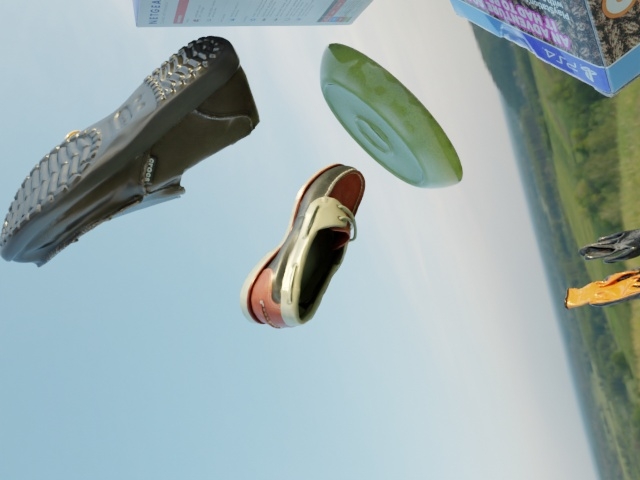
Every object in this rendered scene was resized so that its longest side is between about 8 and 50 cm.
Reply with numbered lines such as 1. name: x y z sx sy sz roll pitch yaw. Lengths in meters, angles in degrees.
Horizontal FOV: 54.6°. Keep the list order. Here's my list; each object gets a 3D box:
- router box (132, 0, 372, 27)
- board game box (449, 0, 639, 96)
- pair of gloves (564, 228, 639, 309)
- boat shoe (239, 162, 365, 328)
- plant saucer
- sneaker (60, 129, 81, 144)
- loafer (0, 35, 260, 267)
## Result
1. router box: -0.047 -0.338 0.680 0.335 0.301 0.082 168 94 -70
2. board game box: 0.152 -0.288 0.433 0.291 0.141 0.232 49 -173 -39
3. pair of gloves: 0.208 0.016 0.423 0.010 0.074 0.083 57 -135 -17
4. boat shoe: 0.000 0.000 0.399 0.049 0.043 0.137 57 -131 -31
5. plant saucer: 0.078 -0.145 0.788 0.241 0.037 0.241 45 175 5
6. sneaker: -0.446 -0.086 1.112 0.084 0.083 0.214 -87 20 -87
7. loafer: -0.216 -0.075 0.722 0.130 0.366 0.134 48 -168 -38
